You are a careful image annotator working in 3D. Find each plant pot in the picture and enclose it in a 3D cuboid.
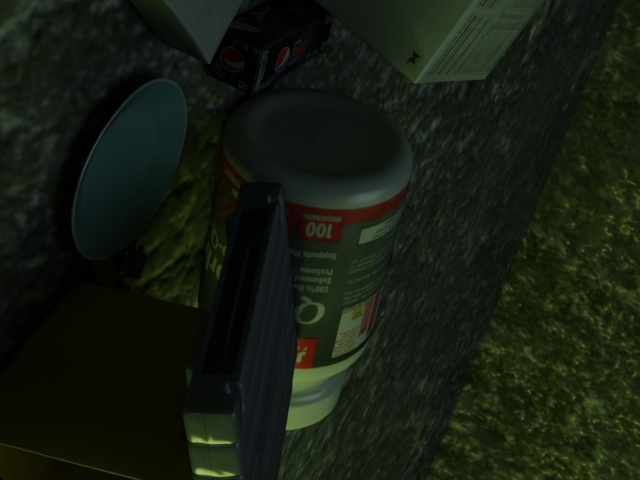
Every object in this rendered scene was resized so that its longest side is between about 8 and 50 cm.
[{"bbox_3d":[-0.191,0.162,1.442,0.212,0.212,0.187,77,28,-63],"label":"plant pot"}]

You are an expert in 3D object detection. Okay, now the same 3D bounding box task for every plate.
[{"bbox_3d":[-0.187,-0.070,1.405,0.188,0.024,0.188,-55,160,-31],"label":"plate"}]

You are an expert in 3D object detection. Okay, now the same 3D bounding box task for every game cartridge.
[{"bbox_3d":[-0.072,0.133,1.414,0.355,0.068,0.230,-81,173,-55],"label":"game cartridge"}]

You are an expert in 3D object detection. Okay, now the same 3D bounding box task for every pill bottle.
[{"bbox_3d":[-0.029,0.028,1.682,0.210,0.210,0.363,-44,153,-48],"label":"pill bottle"}]

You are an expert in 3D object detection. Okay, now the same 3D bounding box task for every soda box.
[{"bbox_3d":[-0.051,-0.209,1.546,0.169,0.060,0.053,-39,151,-55],"label":"soda box"}]

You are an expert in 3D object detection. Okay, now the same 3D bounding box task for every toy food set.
[{"bbox_3d":[-0.204,0.026,1.498,0.078,0.019,0.122,-55,152,-30],"label":"toy food set"}]

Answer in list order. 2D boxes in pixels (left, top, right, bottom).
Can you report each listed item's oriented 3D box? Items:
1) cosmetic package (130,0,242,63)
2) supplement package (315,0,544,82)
[{"bbox_3d":[-0.128,-0.248,1.267,0.099,0.060,0.239,-61,162,-9],"label":"cosmetic package"},{"bbox_3d":[0.129,-0.310,1.622,0.198,0.199,0.262,-53,167,19],"label":"supplement package"}]
